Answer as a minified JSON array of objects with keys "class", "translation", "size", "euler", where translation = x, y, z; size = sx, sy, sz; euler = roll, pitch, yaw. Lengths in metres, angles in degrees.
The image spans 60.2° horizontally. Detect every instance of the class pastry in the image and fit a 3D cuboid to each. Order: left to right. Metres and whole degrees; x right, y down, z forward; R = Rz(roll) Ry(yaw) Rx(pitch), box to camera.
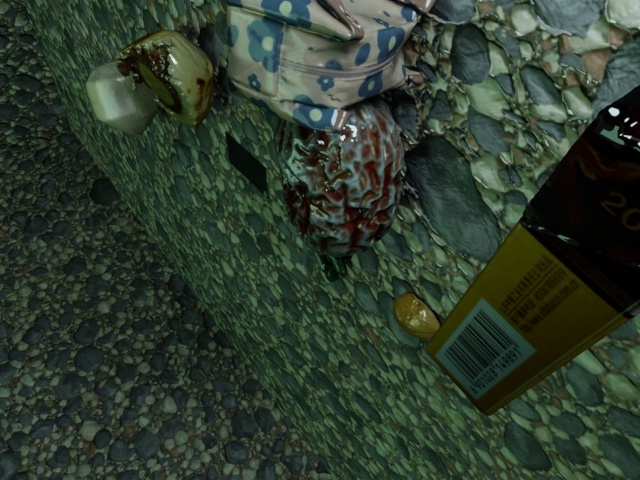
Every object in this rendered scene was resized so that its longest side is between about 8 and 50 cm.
[{"class":"pastry","translation":[-0.349,-0.412,1.358],"size":[0.256,0.170,0.237],"euler":[13,150,51]}]

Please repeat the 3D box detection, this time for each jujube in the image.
[{"class":"jujube","translation":[0.031,-0.111,0.918],"size":[0.226,0.226,0.317],"euler":[41,152,34]}]

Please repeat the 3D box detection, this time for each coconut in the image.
[{"class":"coconut","translation":[-0.618,-0.452,1.759],"size":[0.224,0.224,0.234],"euler":[6,122,60]}]

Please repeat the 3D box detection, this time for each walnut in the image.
[{"class":"walnut","translation":[0.189,0.163,1.132],"size":[0.121,0.052,0.091],"euler":[38,151,41]}]

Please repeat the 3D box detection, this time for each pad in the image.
[{"class":"pad","translation":[-0.201,-0.205,1.495],"size":[0.193,0.004,0.116],"euler":[45,151,29]}]

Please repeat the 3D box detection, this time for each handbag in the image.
[{"class":"handbag","translation":[0.021,-0.268,0.731],"size":[0.193,0.251,0.190],"euler":[34,140,25]}]

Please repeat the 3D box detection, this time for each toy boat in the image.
[{"class":"toy boat","translation":[0.000,0.000,1.296],"size":[0.104,0.052,0.210],"euler":[8,126,62]}]

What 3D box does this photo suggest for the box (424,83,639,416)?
[{"class":"box","translation":[0.277,-0.001,0.533],"size":[0.116,0.264,0.415],"euler":[49,156,21]}]
